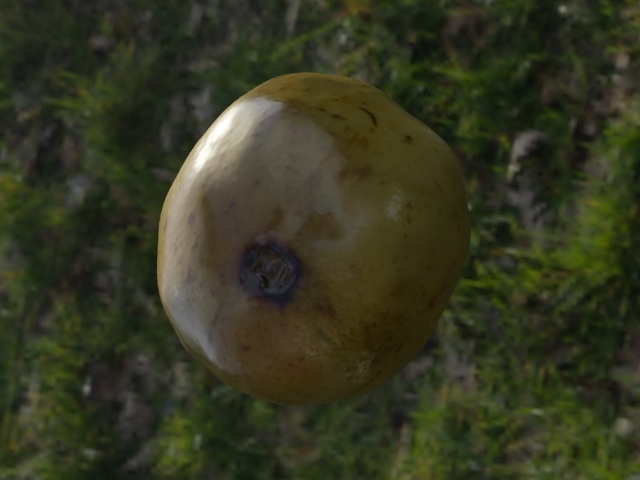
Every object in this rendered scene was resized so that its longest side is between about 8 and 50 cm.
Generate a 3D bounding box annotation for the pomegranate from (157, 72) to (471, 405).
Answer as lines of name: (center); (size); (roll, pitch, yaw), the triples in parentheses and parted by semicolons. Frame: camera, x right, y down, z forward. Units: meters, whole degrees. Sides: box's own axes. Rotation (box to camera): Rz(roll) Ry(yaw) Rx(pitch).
pomegranate: (0.000, 0.000, 0.870); (0.196, 0.196, 0.196); (-169, 90, -69)
